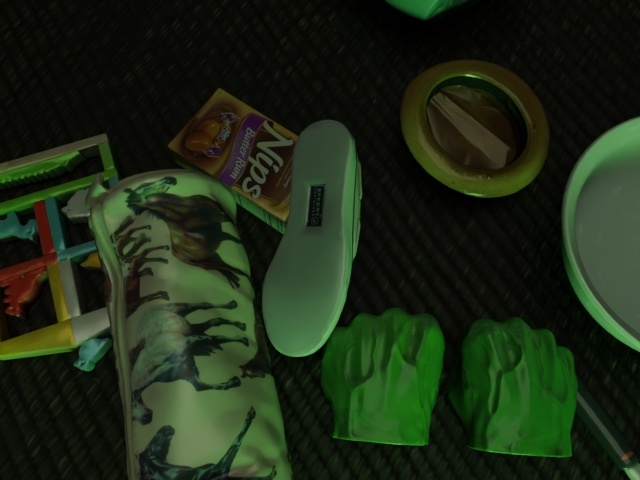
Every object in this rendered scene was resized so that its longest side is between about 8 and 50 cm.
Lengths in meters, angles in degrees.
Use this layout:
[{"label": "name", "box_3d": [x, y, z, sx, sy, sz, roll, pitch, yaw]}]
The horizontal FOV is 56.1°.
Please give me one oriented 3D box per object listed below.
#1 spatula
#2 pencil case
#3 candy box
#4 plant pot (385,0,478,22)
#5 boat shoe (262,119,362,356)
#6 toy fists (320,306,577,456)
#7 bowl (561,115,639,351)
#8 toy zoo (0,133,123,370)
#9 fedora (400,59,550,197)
[{"label": "spatula", "box_3d": [0.347, 0.265, 0.649, 0.084, 0.030, 0.296, -27, 72, -10]}, {"label": "pencil case", "box_3d": [-0.140, 0.129, 0.619, 0.160, 0.184, 0.409, -26, 69, 34]}, {"label": "candy box", "box_3d": [-0.087, -0.103, 0.776, 0.187, 0.053, 0.109, 33, 73, 10]}, {"label": "plant pot", "box_3d": [0.154, -0.434, 0.781, 0.293, 0.293, 0.235, -31, 90, -10]}, {"label": "boat shoe", "box_3d": [0.000, 0.000, 0.690, 0.096, 0.088, 0.267, -1, 76, 22]}, {"label": "toy fists", "box_3d": [0.140, 0.151, 0.661, 0.280, 0.096, 0.142, 5, 78, 2]}, {"label": "bowl", "box_3d": [0.401, 0.015, 0.684, 0.298, 0.134, 0.297, 0, 70, 0]}, {"label": "toy zoo", "box_3d": [-0.322, 0.021, 0.745, 0.193, 0.030, 0.293, -18, 71, -6]}, {"label": "fedora", "box_3d": [0.190, -0.136, 0.770, 0.195, 0.079, 0.194, 1, 75, -4]}]
